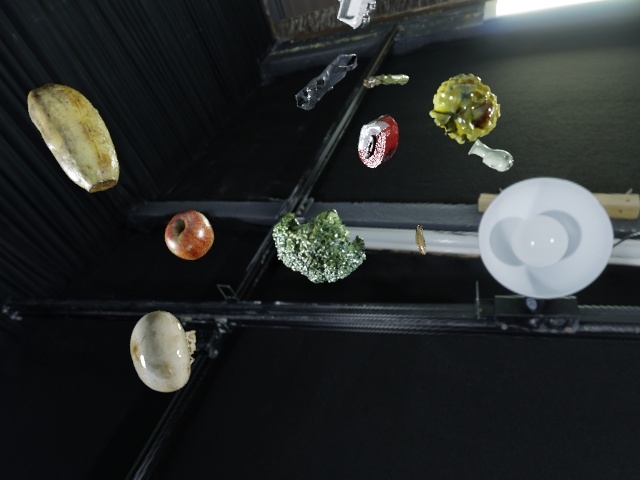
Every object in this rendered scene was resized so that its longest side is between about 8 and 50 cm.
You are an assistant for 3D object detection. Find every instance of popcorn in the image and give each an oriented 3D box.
[{"bbox_3d":[0.460,-0.419,1.418,0.189,0.218,0.169,-47,175,18],"label":"popcorn"}]

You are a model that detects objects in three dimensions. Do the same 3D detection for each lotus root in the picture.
[{"bbox_3d":[-0.431,-0.190,0.781,0.259,0.097,0.110,51,-150,17],"label":"lotus root"}]

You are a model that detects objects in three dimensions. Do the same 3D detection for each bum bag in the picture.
[{"bbox_3d":[0.020,-0.644,1.782,0.310,0.137,0.074,-39,-103,19],"label":"bum bag"}]

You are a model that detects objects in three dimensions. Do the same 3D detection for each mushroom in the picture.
[{"bbox_3d":[-0.426,0.301,1.224,0.177,0.227,0.226,-21,-143,-30],"label":"mushroom"}]

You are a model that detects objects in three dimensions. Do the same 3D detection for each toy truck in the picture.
[{"bbox_3d":[0.091,-0.620,1.091,0.111,0.136,0.286,18,-140,1],"label":"toy truck"}]

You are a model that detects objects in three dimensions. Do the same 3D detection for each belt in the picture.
[{"bbox_3d":[0.226,-0.391,1.760,0.127,0.201,0.124,33,-131,24],"label":"belt"}]

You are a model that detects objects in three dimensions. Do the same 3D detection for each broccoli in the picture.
[{"bbox_3d":[-0.011,0.016,1.410,0.235,0.288,0.260,-50,-172,9],"label":"broccoli"}]

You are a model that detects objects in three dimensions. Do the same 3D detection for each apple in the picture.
[{"bbox_3d":[-0.399,-0.012,1.354,0.146,0.131,0.147,-8,-119,15],"label":"apple"}]

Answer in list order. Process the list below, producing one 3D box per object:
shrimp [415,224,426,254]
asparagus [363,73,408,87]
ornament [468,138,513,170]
[{"bbox_3d":[0.300,-0.001,1.311,0.023,0.059,0.108,-21,-147,28],"label":"shrimp"},{"bbox_3d":[0.140,-0.329,0.906,0.024,0.025,0.248,20,-153,19],"label":"asparagus"},{"bbox_3d":[0.634,-0.310,1.636,0.156,0.075,0.081,33,-109,13],"label":"ornament"}]
